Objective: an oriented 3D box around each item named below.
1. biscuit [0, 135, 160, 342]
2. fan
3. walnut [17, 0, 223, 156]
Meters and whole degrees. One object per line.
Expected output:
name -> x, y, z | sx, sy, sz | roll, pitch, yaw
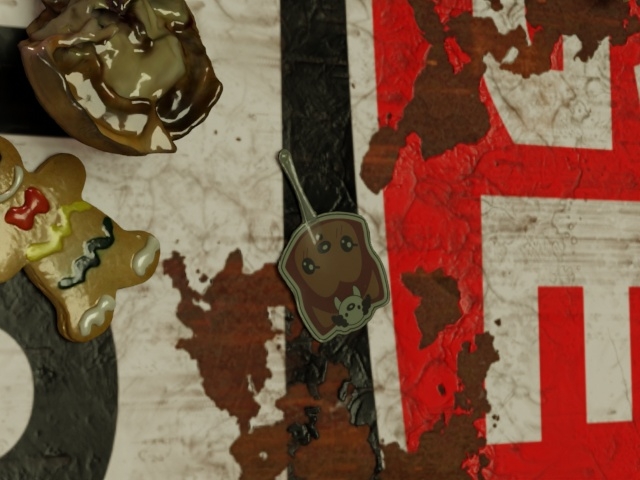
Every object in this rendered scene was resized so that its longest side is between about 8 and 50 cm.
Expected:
biscuit -> -0.271, -0.013, 1.552 | 0.240, 0.035, 0.158 | 42, 64, -23
fan -> 0.000, 0.000, 1.732 | 0.132, 0.009, 0.220 | -32, 104, -32
walnut -> -0.200, -0.191, 1.549 | 0.204, 0.141, 0.238 | 37, 66, -36
